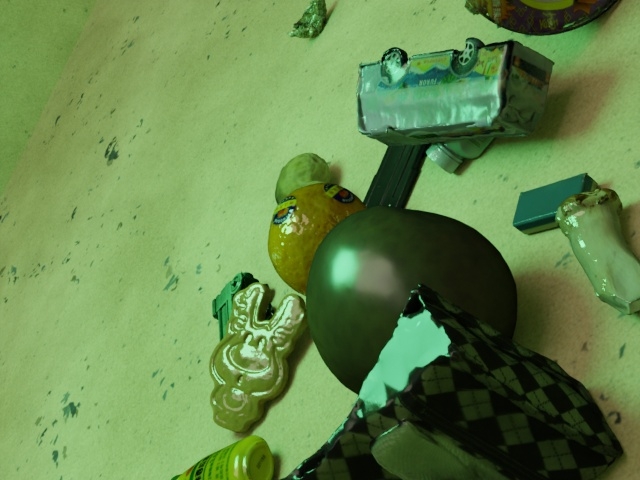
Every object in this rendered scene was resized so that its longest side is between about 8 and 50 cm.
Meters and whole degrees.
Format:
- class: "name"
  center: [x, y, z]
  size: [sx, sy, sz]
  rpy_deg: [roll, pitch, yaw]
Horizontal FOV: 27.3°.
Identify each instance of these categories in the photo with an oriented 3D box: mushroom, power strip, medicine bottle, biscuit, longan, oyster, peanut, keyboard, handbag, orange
- class: "mushroom"
  center: [0.350, 0.017, 1.589]
  size: [0.084, 0.071, 0.209]
  rpy_deg: [-18, 41, 3]
- class: "power strip"
  center: [0.308, -0.047, 1.742]
  size: [0.123, 0.032, 0.056]
  rpy_deg: [-17, 47, 49]
- class: "medicine bottle"
  center: [0.215, -0.160, 1.970]
  size: [0.118, 0.055, 0.074]
  rpy_deg: [-49, 34, 14]
- class: "biscuit"
  center: [-0.108, 0.186, 2.077]
  size: [0.144, 0.040, 0.236]
  rpy_deg: [17, 83, 37]
- class: "medicine bottle"
  center: [-0.189, 0.387, 2.022]
  size: [0.309, 0.076, 0.111]
  rpy_deg: [-31, 31, 40]
- class: "longan"
  center: [0.119, 0.095, 1.695]
  size: [0.243, 0.300, 0.300]
  rpy_deg: [-24, 14, -30]
- class: "oyster"
  center: [-0.018, -0.432, 2.575]
  size: [0.038, 0.081, 0.083]
  rpy_deg: [49, 140, 37]
- class: "peanut"
  center: [-0.019, -0.066, 2.191]
  size: [0.103, 0.098, 0.229]
  rpy_deg: [-13, 35, -6]
- class: "keyboard"
  center: [0.132, -0.132, 2.106]
  size: [0.106, 0.016, 0.262]
  rpy_deg: [-2, 61, 56]
- class: "handbag"
  center: [0.086, 0.280, 1.470]
  size: [0.416, 0.317, 0.180]
  rpy_deg: [-48, 37, 16]
- class: "orange"
  center: [0.001, 0.000, 2.008]
  size: [0.155, 0.178, 0.177]
  rpy_deg: [-23, 43, 40]

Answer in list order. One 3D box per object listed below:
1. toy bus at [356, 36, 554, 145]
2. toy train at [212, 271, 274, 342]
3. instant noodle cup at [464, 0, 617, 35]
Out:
- class: "toy bus"
  center: [0.182, -0.210, 1.912]
  size: [0.317, 0.112, 0.137]
  rpy_deg: [-2, 74, 50]
- class: "toy train"
  center: [-0.131, 0.131, 2.197]
  size: [0.111, 0.071, 0.170]
  rpy_deg: [-50, 30, 31]
- class: "instant noodle cup"
  center: [0.277, -0.479, 1.940]
  size: [0.339, 0.340, 0.266]
  rpy_deg: [-56, 22, 2]
